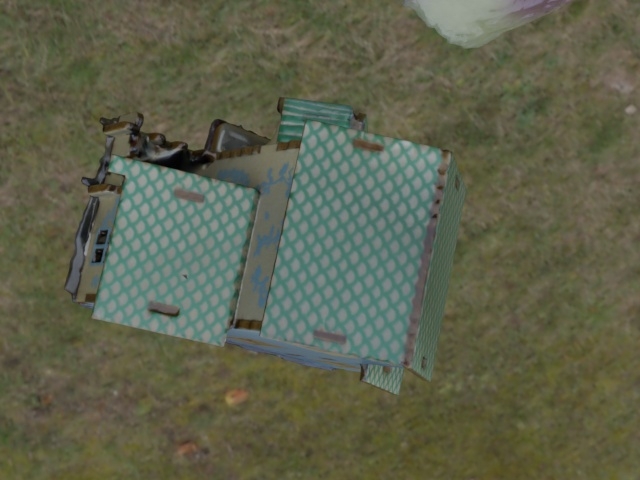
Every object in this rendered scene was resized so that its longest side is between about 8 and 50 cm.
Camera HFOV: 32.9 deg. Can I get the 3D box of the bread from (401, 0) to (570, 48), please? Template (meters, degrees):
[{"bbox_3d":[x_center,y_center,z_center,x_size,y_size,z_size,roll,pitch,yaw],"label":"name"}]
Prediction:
[{"bbox_3d":[0.169,-0.233,0.474,0.338,0.187,0.155,-25,135,34],"label":"bread"}]

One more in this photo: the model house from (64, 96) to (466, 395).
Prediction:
[{"bbox_3d":[0.000,0.000,0.693,0.271,0.206,0.178,23,77,-35],"label":"model house"}]
